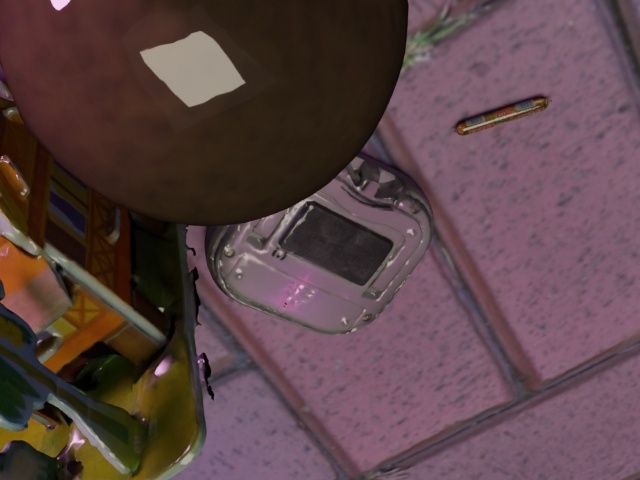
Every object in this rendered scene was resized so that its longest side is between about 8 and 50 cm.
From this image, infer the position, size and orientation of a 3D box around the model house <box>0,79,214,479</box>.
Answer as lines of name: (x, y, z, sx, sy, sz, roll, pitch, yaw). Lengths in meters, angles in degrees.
model house: (-0.278, 0.044, 0.734, 0.242, 0.358, 0.313, -37, 125, 16)

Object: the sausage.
sausage: (0.177, -0.121, 0.921, 0.100, 0.015, 0.015, -18, 126, 1)

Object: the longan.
longan: (-0.082, -0.154, 0.684, 0.297, 0.297, 0.297, -5, 125, -8)

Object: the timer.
timer: (0.000, 0.000, 0.939, 0.208, 0.069, 0.191, 23, 114, -23)
